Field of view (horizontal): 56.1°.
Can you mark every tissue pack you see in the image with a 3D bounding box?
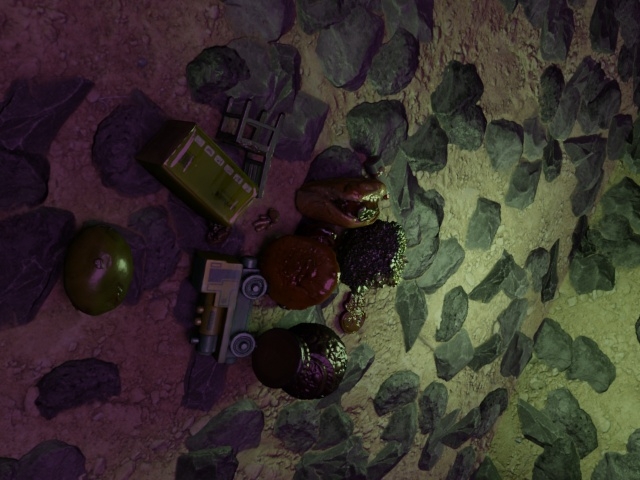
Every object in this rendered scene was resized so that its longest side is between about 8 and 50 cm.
[{"bbox_3d":[-0.345,-0.188,1.697,0.167,0.200,0.274,-53,127,-13],"label":"tissue pack"}]

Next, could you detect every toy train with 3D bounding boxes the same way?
[{"bbox_3d":[-0.306,0.222,1.900,0.237,0.150,0.369,7,100,-29],"label":"toy train"}]

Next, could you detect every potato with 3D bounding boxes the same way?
[{"bbox_3d":[-0.599,0.083,1.628,0.186,0.148,0.253,-8,110,-32],"label":"potato"}]

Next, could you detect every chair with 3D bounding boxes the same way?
[{"bbox_3d":[-0.229,-0.279,1.797,0.147,0.136,0.270,14,97,-37],"label":"chair"}]

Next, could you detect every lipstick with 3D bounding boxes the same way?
[{"bbox_3d":[0.223,-0.219,2.205,0.063,0.057,0.186,-44,128,-22],"label":"lipstick"}]

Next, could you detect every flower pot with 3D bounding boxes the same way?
[{"bbox_3d":[-0.080,0.399,2.008,0.267,0.267,0.266,25,89,-57],"label":"flower pot"}]

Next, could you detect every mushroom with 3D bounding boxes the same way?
[{"bbox_3d":[0.000,-0.001,2.074,0.080,0.135,0.170,-76,156,-44],"label":"mushroom"}]

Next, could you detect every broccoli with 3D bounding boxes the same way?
[{"bbox_3d":[0.186,0.066,2.167,0.288,0.235,0.260,-16,118,8],"label":"broccoli"}]

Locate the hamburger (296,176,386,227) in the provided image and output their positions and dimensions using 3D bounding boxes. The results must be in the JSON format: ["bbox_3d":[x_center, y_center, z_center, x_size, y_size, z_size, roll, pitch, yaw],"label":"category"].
[{"bbox_3d":[0.101,-0.127,2.047,0.330,0.209,0.162,-3,106,-34],"label":"hamburger"}]

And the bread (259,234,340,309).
[{"bbox_3d":[-0.064,0.108,1.968,0.146,0.268,0.268,23,90,-79],"label":"bread"}]

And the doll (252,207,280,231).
[{"bbox_3d":[-0.175,-0.064,1.976,0.093,0.051,0.061,-22,122,3],"label":"doll"}]

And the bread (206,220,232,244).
[{"bbox_3d":[-0.311,-0.042,1.859,0.082,0.060,0.113,-11,109,-31],"label":"bread"}]

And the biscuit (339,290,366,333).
[{"bbox_3d":[0.128,0.278,2.309,0.124,0.026,0.175,-6,108,-36],"label":"biscuit"}]

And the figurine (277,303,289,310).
[{"bbox_3d":[-0.093,0.168,2.084,0.086,0.087,0.149,19,108,-38],"label":"figurine"}]
